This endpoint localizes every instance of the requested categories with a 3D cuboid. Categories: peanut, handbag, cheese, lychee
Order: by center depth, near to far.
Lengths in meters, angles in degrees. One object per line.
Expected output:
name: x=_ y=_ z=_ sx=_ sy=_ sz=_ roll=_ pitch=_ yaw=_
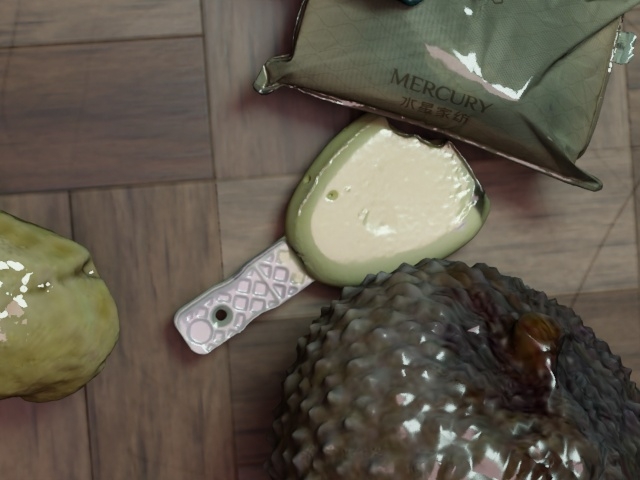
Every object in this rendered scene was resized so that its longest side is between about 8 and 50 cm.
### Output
peanut: x=-0.307 y=0.006 z=1.117 sx=0.340 sy=0.158 sz=0.174 roll=46 pitch=56 yaw=-12
lychee: x=0.098 y=0.160 z=1.125 sx=0.300 sy=0.300 sz=0.300 roll=0 pitch=92 yaw=-8
handbag: x=0.105 y=-0.155 z=1.181 sx=0.270 sy=0.117 sz=0.182 roll=18 pitch=87 yaw=-1
cheese: x=0.000 y=0.000 z=1.207 sx=0.255 sy=0.050 sz=0.127 roll=-33 pitch=97 yaw=-6

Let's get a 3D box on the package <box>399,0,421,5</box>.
package: x=0.008 y=-0.285 z=1.128 sx=0.232 sy=0.040 sz=0.166 roll=31 pitch=74 yaw=-2
